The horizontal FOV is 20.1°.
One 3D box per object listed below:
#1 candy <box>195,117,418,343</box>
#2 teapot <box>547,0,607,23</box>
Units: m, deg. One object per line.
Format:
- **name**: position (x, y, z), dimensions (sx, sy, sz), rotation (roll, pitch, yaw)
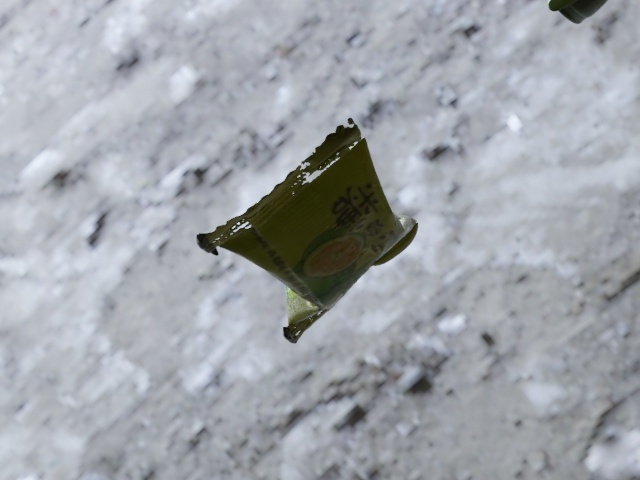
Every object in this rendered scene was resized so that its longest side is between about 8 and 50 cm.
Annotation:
- **candy**: position (0.000, 0.000, 1.727), dimensions (0.187, 0.297, 0.081), rotation (-39, 66, 1)
- **teapot**: position (0.242, -0.245, 1.614), dimensions (0.091, 0.092, 0.124), rotation (-37, 41, 24)
